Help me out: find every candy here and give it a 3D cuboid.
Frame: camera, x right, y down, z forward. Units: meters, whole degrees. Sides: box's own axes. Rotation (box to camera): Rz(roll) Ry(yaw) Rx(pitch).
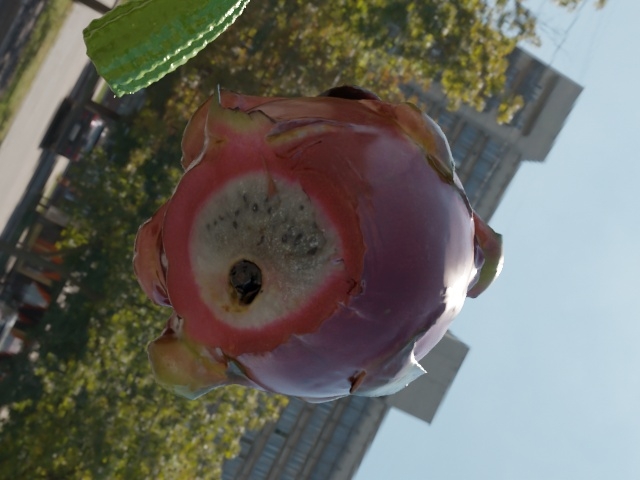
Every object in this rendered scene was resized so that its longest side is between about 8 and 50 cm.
[{"bbox_3d":[-0.169,-0.248,0.950,0.209,0.096,0.097,-30,-161,2],"label":"candy"}]

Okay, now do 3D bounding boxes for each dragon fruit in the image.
[{"bbox_3d":[-0.001,0.002,0.547,0.224,0.224,0.227,-60,157,6],"label":"dragon fruit"}]
